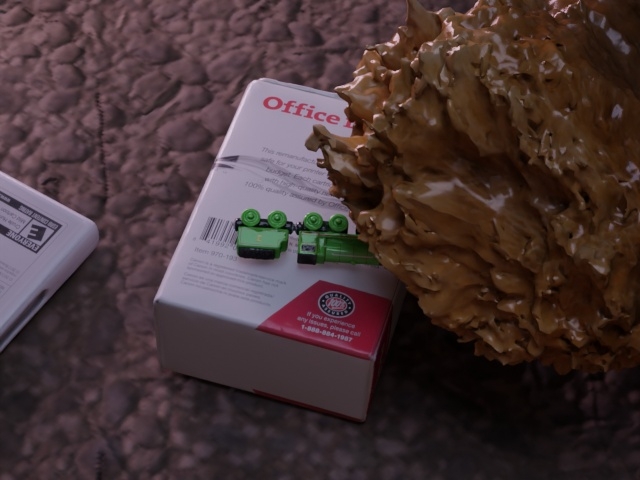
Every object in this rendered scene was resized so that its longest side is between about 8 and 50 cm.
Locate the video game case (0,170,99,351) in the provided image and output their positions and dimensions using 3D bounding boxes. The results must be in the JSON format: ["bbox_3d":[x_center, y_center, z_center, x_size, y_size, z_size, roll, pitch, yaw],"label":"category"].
[{"bbox_3d":[-0.240,0.013,0.842,0.190,0.022,0.173,28,57,18],"label":"video game case"}]

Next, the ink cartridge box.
[{"bbox_3d":[-0.007,0.001,0.827,0.109,0.063,0.150,14,54,9],"label":"ink cartridge box"}]

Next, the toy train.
[{"bbox_3d":[0.000,0.000,0.778,0.083,0.017,0.024,4,64,0],"label":"toy train"}]

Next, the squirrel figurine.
[{"bbox_3d":[0.207,-0.011,0.729,0.397,0.281,0.370,6,63,23],"label":"squirrel figurine"}]
